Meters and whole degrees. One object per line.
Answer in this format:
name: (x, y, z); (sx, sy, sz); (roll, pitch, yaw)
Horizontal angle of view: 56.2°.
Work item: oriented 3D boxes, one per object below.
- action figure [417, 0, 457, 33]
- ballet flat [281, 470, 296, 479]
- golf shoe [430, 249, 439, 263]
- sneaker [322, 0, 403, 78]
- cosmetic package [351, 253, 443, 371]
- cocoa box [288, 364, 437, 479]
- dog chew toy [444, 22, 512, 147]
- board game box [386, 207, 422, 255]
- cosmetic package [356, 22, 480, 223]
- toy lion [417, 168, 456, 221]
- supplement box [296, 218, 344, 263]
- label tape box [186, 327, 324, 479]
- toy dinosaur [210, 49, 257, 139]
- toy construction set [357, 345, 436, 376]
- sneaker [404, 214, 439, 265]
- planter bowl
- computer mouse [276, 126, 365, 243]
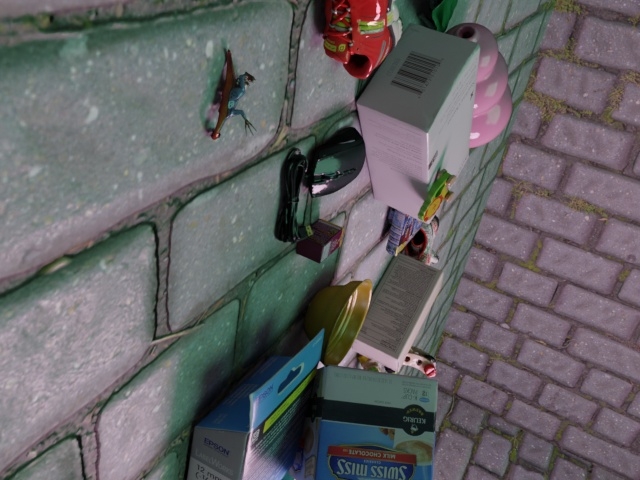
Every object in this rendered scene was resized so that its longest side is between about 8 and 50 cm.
action figure: (0.238, -0.472, 1.195); (0.232, 0.063, 0.137); (32, 80, -77)
ballet flat: (-0.058, 0.523, 1.479); (0.342, 0.116, 0.124); (-55, 177, -28)
golf shoe: (0.359, 0.047, 2.035); (0.176, 0.086, 0.069); (-4, 117, -66)
sneaker: (0.045, -0.310, 0.833); (0.118, 0.107, 0.279); (-57, 157, -1)
cosmetic package: (0.227, 0.207, 1.765); (0.309, 0.160, 0.113); (-57, 158, -22)
cocoa box: (0.075, 0.401, 1.250); (0.347, 0.231, 0.228); (123, -25, -71)
dog chew toy: (0.335, -0.358, 1.365); (0.207, 0.206, 0.332); (-61, 157, -16)
board game box: (0.234, -0.088, 1.607); (0.194, 0.060, 0.194); (-41, 147, -50)
cosmetic package: (0.207, -0.223, 1.244); (0.217, 0.156, 0.385); (-58, 158, -14)
toy lion: (0.234, -0.085, 1.227); (0.096, 0.034, 0.100); (-45, 155, -16)
supplement box: (0.000, 0.000, 1.113); (0.083, 0.055, 0.043); (-39, 146, -51)
label tape box: (-0.120, 0.335, 1.093); (0.249, 0.115, 0.348); (-35, 141, -57)
toy dinosaur: (-0.113, -0.162, 0.707); (0.082, 0.047, 0.090); (-52, 123, -15)
toy construction set: (0.196, 0.378, 1.845); (0.237, 0.257, 0.309); (61, 29, -16)
sneaker: (0.298, 0.053, 1.880); (0.145, 0.090, 0.270); (-34, 138, -58)
planter bowl: (0.025, 0.168, 1.307); (0.217, 0.090, 0.217); (-51, 154, -37)
computer mouse: (0.015, -0.089, 1.046); (0.262, 0.060, 0.184); (-35, 142, -55)
